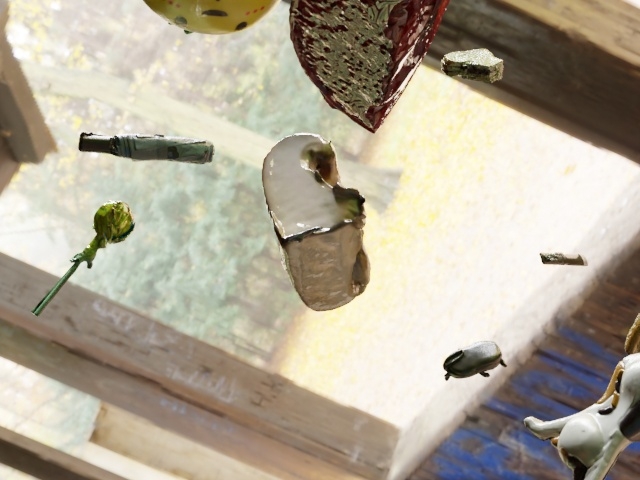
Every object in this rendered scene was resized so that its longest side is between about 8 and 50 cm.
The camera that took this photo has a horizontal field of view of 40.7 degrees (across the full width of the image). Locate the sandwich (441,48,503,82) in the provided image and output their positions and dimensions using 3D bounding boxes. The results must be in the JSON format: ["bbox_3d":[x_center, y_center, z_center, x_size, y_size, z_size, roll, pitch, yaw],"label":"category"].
[{"bbox_3d":[0.276,-0.316,1.570,0.093,0.105,0.035,-118,25,-55],"label":"sandwich"}]

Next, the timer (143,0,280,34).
[{"bbox_3d":[-0.174,-0.416,1.325,0.285,0.285,0.285,-156,90,-87],"label":"timer"}]

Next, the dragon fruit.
[{"bbox_3d":[0.069,-0.263,0.912,0.211,0.134,0.262,-48,-12,-23],"label":"dragon fruit"}]

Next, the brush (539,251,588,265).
[{"bbox_3d":[0.617,0.044,2.159,0.027,0.190,0.034,-36,60,43],"label":"brush"}]

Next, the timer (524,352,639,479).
[{"bbox_3d":[0.327,0.142,0.842,0.266,0.175,0.175,-43,9,13],"label":"timer"}]

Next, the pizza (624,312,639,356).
[{"bbox_3d":[0.532,0.127,1.335,0.160,0.099,0.036,-48,32,-5],"label":"pizza"}]

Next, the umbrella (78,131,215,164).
[{"bbox_3d":[-0.321,-0.170,1.604,0.052,0.250,0.053,144,124,-65],"label":"umbrella"}]

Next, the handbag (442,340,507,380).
[{"bbox_3d":[0.263,0.210,1.500,0.072,0.111,0.047,-116,8,-47],"label":"handbag"}]

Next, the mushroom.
[{"bbox_3d":[-0.013,-0.019,2.083,0.397,0.224,0.313,77,168,-52],"label":"mushroom"}]

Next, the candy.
[{"bbox_3d":[-0.435,0.034,1.578,0.073,0.077,0.262,17,63,45],"label":"candy"}]
